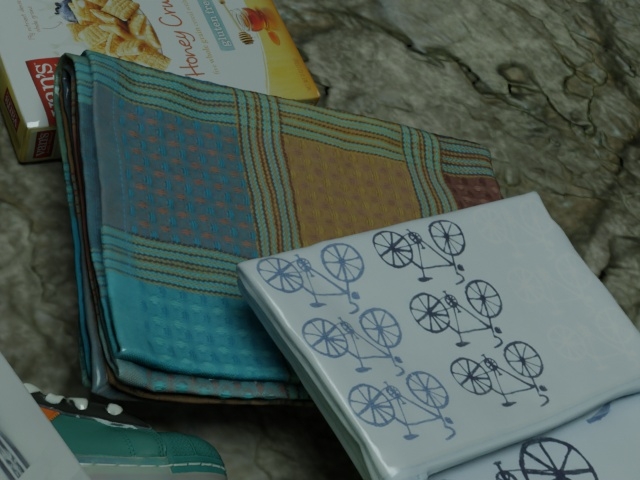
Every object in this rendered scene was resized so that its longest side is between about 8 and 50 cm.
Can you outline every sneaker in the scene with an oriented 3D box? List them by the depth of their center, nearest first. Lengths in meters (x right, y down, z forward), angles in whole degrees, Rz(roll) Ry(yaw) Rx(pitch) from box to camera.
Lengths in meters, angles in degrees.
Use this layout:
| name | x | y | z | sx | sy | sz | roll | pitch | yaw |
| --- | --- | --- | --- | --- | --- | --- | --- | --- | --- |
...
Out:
| name | x | y | z | sx | sy | sz | roll | pitch | yaw |
| --- | --- | --- | --- | --- | --- | --- | --- | --- | --- |
| sneaker | -0.201 | 0.109 | 0.755 | 0.302 | 0.108 | 0.121 | 4 | 56 | -17 |

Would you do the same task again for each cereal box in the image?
| name | x | y | z | sx | sy | sz | roll | pitch | yaw |
| --- | --- | --- | --- | --- | --- | --- | --- | --- | --- |
| cereal box | -0.140 | -0.151 | 1.030 | 0.240 | 0.047 | 0.173 | -10 | 58 | -29 |

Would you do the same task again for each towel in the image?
| name | x | y | z | sx | sy | sz | roll | pitch | yaw |
| --- | --- | --- | --- | --- | --- | --- | --- | --- | --- |
| towel | 0.000 | 0.000 | 0.932 | 0.370 | 0.040 | 0.271 | 8 | 51 | -30 |

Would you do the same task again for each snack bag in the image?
| name | x | y | z | sx | sy | sz | roll | pitch | yaw |
| --- | --- | --- | --- | --- | --- | --- | --- | --- | --- |
| snack bag | 0.143 | 0.123 | 0.868 | 0.323 | 0.037 | 0.342 | -11 | 60 | -44 |

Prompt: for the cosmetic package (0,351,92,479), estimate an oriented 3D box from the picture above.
| name | x | y | z | sx | sy | sz | roll | pitch | yaw |
| --- | --- | --- | --- | --- | --- | --- | --- | --- | --- |
| cosmetic package | -0.162 | 0.255 | 0.542 | 0.284 | 0.097 | 0.377 | -45 | 111 | -39 |
